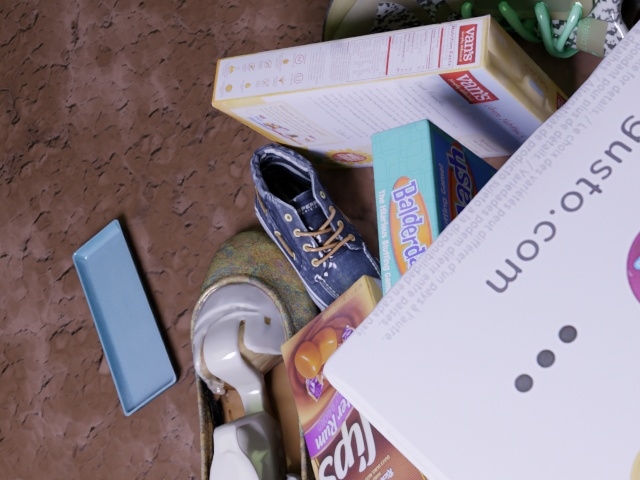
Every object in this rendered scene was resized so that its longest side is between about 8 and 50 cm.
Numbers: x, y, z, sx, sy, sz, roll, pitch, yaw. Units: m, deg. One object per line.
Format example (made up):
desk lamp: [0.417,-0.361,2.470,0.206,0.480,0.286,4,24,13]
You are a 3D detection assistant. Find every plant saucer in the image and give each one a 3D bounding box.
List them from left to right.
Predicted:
plant saucer: [-0.188,0.073,1.137,0.067,0.018,0.192,-37,59,19]

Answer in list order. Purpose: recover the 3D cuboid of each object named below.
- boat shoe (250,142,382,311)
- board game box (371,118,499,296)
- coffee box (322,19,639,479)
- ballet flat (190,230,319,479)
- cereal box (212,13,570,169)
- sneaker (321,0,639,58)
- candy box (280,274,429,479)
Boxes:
boat shoe: [0.000,0.000,0.977,0.065,0.083,0.183,-36,61,-14]
board game box: [0.111,0.025,0.834,0.047,0.210,0.160,-14,69,30]
coffee box: [0.275,0.085,0.577,0.337,0.338,0.334,-47,61,-2]
ballet flat: [-0.057,0.139,0.968,0.123,0.123,0.348,-20,65,28]
cereal box: [0.060,-0.109,0.934,0.240,0.173,0.047,-3,72,32]
sneaker: [0.180,-0.202,0.915,0.410,0.158,0.182,-25,80,30]
candy box: [0.040,0.133,0.885,0.109,0.053,0.187,-43,50,33]
